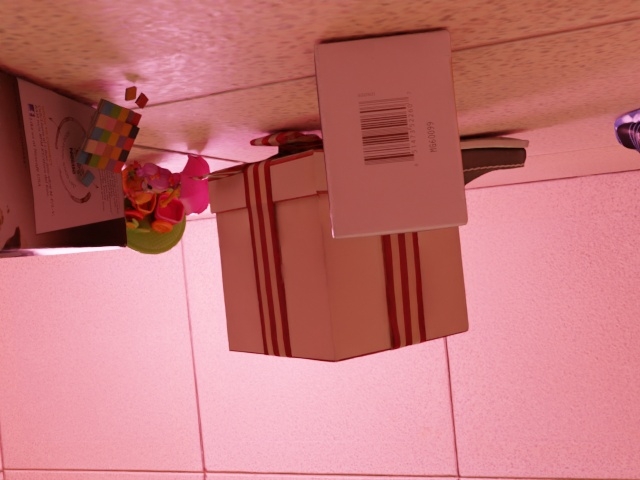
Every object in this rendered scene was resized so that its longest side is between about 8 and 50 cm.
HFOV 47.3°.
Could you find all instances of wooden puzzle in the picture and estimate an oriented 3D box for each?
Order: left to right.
[{"bbox_3d":[-0.156,-0.077,0.545,0.006,0.083,0.049,27,-174,20],"label":"wooden puzzle"}]

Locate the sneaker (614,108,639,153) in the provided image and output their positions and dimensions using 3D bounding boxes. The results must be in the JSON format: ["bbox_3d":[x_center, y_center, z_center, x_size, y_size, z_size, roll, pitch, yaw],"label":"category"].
[{"bbox_3d":[0.441,-0.126,0.941,0.081,0.090,0.232,-6,180,5],"label":"sneaker"}]

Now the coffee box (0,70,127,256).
[{"bbox_3d":[-0.268,-0.043,0.496,0.168,0.119,0.297,-5,180,8],"label":"coffee box"}]

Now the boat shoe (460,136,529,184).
[{"bbox_3d":[0.167,-0.099,1.114,0.305,0.091,0.109,-5,180,28],"label":"boat shoe"}]

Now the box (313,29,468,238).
[{"bbox_3d":[0.047,-0.069,0.552,0.091,0.130,0.170,-6,-179,1],"label":"box"}]

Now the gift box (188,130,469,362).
[{"bbox_3d":[0.000,0.000,0.903,0.255,0.258,0.276,-5,-179,-43],"label":"gift box"}]

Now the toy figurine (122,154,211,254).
[{"bbox_3d":[-0.218,-0.071,0.982,0.173,0.130,0.159,24,149,-33],"label":"toy figurine"}]
